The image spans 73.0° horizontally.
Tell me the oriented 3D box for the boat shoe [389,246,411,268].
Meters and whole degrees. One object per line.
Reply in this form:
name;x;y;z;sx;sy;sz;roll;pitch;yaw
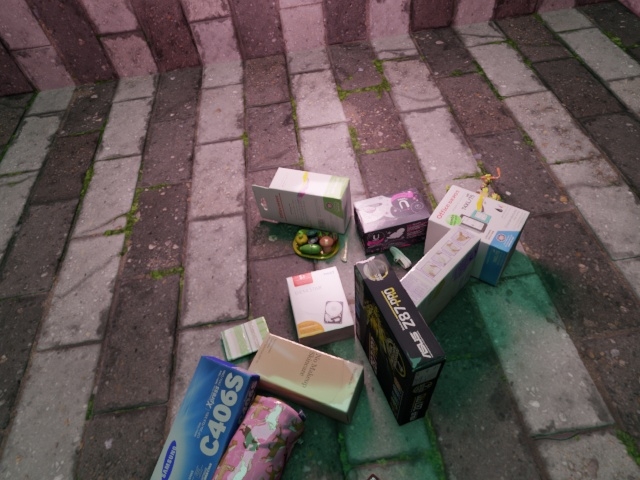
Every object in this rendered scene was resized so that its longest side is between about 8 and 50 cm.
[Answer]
boat shoe;0.280;0.063;1.553;0.035;0.035;0.100;-35;64;-18

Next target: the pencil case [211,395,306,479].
pencil case;-0.178;0.600;1.101;0.167;0.160;0.386;19;55;17

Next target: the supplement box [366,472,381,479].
supplement box;0.071;0.682;1.023;0.239;0.130;0.073;-39;57;-23

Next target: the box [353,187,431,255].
box;0.259;-0.073;1.594;0.247;0.142;0.163;-13;52;-4

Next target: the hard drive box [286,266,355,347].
hard drive box;-0.003;0.220;1.428;0.181;0.089;0.232;-14;51;-5

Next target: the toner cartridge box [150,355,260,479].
toner cartridge box;-0.308;0.507;1.172;0.165;0.075;0.347;15;76;19

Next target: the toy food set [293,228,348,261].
toy food set;0.000;0.000;1.613;0.218;0.071;0.128;7;53;12

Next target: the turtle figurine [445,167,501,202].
turtle figurine;0.596;-0.170;1.665;0.217;0.087;0.269;5;61;21

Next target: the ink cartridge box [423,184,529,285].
ink cartridge box;0.524;-0.021;1.483;0.270;0.197;0.198;26;58;25

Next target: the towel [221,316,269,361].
towel;-0.241;0.324;1.421;0.152;0.023;0.113;-18;54;-10

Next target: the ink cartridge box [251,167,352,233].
ink cartridge box;-0.067;-0.158;1.659;0.353;0.207;0.119;11;55;15

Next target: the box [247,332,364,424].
box;-0.038;0.401;1.266;0.311;0.121;0.148;14;56;18

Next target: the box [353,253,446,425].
box;0.193;0.275;1.163;0.097;0.395;0.318;-17;52;-9

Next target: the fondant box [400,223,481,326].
fondant box;0.353;0.140;1.351;0.096;0.238;0.330;34;63;29
